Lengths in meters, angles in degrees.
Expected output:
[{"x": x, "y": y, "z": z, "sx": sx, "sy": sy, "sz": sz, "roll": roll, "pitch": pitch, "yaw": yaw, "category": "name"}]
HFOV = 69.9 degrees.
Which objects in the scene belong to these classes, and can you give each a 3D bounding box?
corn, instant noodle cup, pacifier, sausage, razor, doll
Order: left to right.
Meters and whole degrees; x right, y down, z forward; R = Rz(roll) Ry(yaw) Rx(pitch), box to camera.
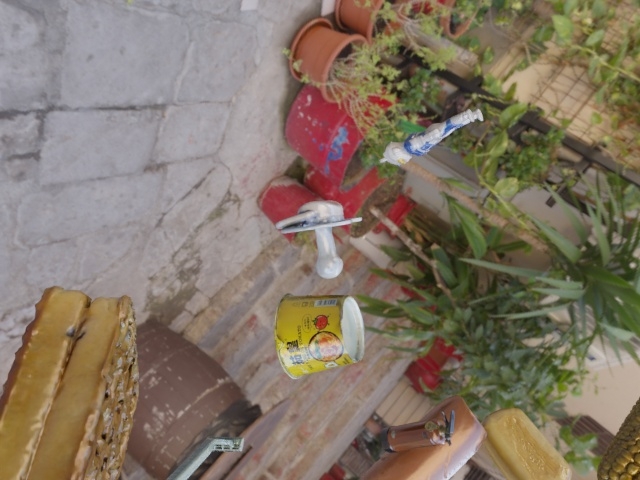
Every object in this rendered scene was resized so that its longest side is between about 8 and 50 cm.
[{"x": -0.296, "y": 0.524, "z": 1.079, "sx": 0.278, "sy": 0.111, "sz": 0.056, "roll": -4, "pitch": 86, "yaw": -70, "category": "razor"}, {"x": 0.000, "y": 0.000, "z": 1.312, "sx": 0.238, "sy": 0.225, "sz": 0.287, "roll": -10, "pitch": 180, "yaw": 16, "category": "pacifier"}, {"x": 0.005, "y": 0.193, "z": 0.965, "sx": 0.144, "sy": 0.182, "sz": 0.182, "roll": -11, "pitch": 175, "yaw": 20, "category": "instant noodle cup"}, {"x": 0.210, "y": 0.462, "z": 0.959, "sx": 0.304, "sy": 0.121, "sz": 0.121, "roll": -39, "pitch": 162, "yaw": -8, "category": "sausage"}, {"x": 0.228, "y": -0.215, "z": 0.981, "sx": 0.227, "sy": 0.057, "sz": 0.114, "roll": -20, "pitch": -172, "yaw": 34, "category": "doll"}, {"x": 0.468, "y": 0.233, "z": 0.599, "sx": 0.293, "sy": 0.106, "sz": 0.106, "roll": -53, "pitch": 164, "yaw": -10, "category": "corn"}]

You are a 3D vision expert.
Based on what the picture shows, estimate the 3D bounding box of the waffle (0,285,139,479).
[{"x": -0.243, "y": 0.226, "z": 0.423, "sx": 0.308, "sy": 0.091, "sz": 0.213, "roll": -94, "pitch": -164, "yaw": -45, "category": "waffle"}]

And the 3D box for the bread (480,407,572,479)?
[{"x": 0.488, "y": 0.518, "z": 1.112, "sx": 0.147, "sy": 0.217, "sz": 0.098, "roll": -17, "pitch": 132, "yaw": -10, "category": "bread"}]

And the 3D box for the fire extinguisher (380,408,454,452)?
[{"x": 0.187, "y": 0.360, "z": 0.861, "sx": 0.050, "sy": 0.062, "sz": 0.177, "roll": 14, "pitch": 146, "yaw": -33, "category": "fire extinguisher"}]
